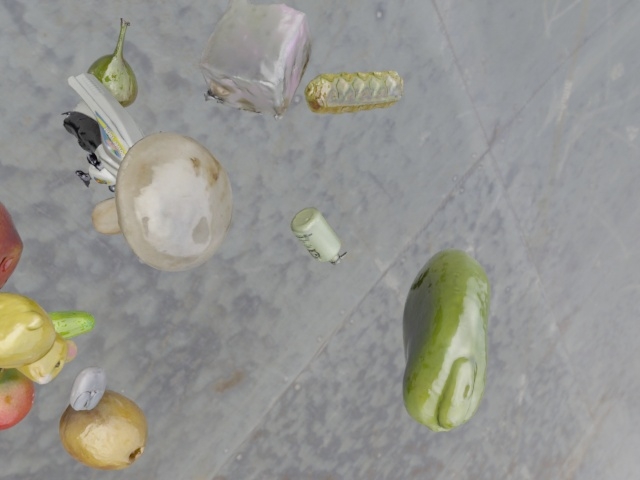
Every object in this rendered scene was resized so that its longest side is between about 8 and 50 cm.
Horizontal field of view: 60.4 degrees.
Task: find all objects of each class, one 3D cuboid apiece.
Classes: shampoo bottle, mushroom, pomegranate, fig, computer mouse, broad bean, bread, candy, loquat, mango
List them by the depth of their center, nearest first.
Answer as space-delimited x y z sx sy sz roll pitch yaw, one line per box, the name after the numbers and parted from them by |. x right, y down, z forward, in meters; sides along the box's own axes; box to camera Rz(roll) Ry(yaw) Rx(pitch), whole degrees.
-0.244 -0.053 0.824 0.207 0.215 0.207 -7 90 -67 | mushroom
0.193 0.152 0.861 0.238 0.119 0.290 96 3 -60 | broad bean
-0.128 -0.352 1.064 0.137 0.185 0.195 65 46 -71 | candy
-0.472 0.304 1.123 0.066 0.039 0.096 17 88 -46 | computer mouse
0.000 0.000 1.293 0.079 0.079 0.162 -47 127 -14 | shampoo bottle
0.079 -0.361 1.338 0.270 0.098 0.087 -13 81 -32 | bread
-0.571 0.501 1.452 0.193 0.238 0.238 -51 132 -9 | loquat
-0.561 -0.484 1.543 0.152 0.151 0.259 5 145 -40 | fig
-0.964 0.439 1.618 0.221 0.221 0.256 -8 126 -37 | pomegranate
-0.761 0.253 1.633 0.163 0.117 0.089 1 82 -39 | mango

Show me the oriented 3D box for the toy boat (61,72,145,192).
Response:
-0.382 -0.176 0.988 0.141 0.269 0.140 -22 152 -12 | toy boat

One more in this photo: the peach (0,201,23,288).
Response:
-0.629 -0.004 0.816 0.333 0.308 0.307 12 101 -19 | peach

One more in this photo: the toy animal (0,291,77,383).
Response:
-0.295 0.111 0.574 0.083 0.070 0.159 -5 151 1 | toy animal
